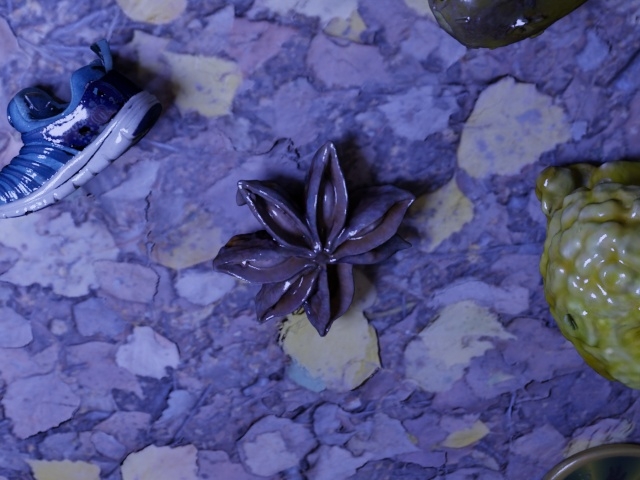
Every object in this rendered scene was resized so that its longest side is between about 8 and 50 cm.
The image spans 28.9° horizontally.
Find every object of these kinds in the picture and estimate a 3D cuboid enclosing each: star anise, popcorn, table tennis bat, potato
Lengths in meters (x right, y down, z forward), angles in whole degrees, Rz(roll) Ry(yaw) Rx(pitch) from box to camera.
[{"bbox_3d":[-0.015,-0.004,1.255,0.197,0.073,0.212,35,109,-30],"label":"star anise"},{"bbox_3d":[0.323,0.019,1.260,0.237,0.251,0.206,-18,157,-37],"label":"popcorn"},{"bbox_3d":[0.419,0.339,1.561,0.320,0.050,0.198,7,119,-8],"label":"table tennis bat"},{"bbox_3d":[0.200,-0.271,1.091,0.251,0.113,0.149,-38,121,16],"label":"potato"}]

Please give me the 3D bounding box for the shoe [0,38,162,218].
[{"bbox_3d":[-0.248,-0.097,1.163,0.207,0.091,0.106,-37,98,20],"label":"shoe"}]
